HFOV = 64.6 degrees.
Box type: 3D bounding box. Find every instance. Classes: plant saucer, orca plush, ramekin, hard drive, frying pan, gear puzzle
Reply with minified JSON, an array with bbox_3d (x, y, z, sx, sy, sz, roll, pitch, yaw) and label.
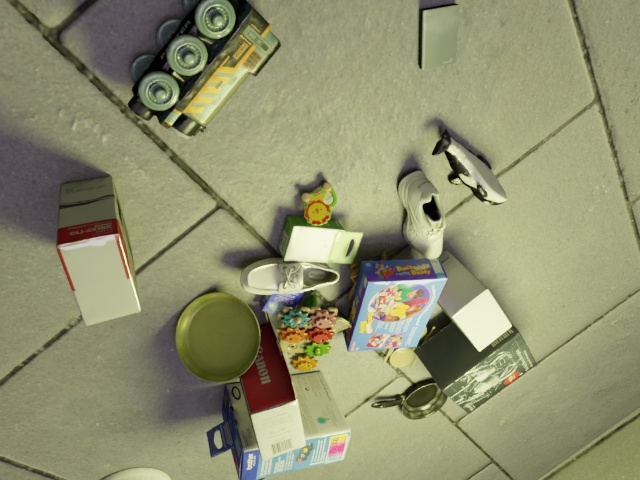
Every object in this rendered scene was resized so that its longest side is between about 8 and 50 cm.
[{"bbox_3d":[-0.275,0.261,1.378,0.241,0.241,0.037,-38,170,5],"label":"plant saucer"},{"bbox_3d":[0.394,-0.177,1.407,0.287,0.151,0.102,24,141,-35],"label":"orca plush"},{"bbox_3d":[-0.624,0.897,1.670,0.278,0.135,0.277,-11,125,-15],"label":"ramekin"},{"bbox_3d":[0.281,-0.484,1.206,0.094,0.022,0.135,-15,126,-13],"label":"hard drive"},{"bbox_3d":[0.338,0.628,1.938,0.327,0.053,0.197,-13,125,-12],"label":"frying pan"},{"bbox_3d":[-0.050,0.316,1.541,0.176,0.044,0.338,2,136,-6],"label":"gear puzzle"}]

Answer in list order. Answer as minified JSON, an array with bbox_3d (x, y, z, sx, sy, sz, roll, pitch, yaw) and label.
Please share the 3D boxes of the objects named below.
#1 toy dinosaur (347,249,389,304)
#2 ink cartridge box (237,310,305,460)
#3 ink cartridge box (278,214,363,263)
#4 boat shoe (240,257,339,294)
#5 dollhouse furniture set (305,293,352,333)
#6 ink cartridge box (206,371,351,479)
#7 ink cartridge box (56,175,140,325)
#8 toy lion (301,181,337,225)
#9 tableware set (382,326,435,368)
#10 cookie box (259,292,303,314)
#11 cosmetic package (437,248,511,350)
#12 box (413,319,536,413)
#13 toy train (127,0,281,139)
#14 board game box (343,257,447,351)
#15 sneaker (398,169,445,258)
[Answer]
[{"bbox_3d":[0.126,0.115,1.509,0.112,0.064,0.211,33,105,-36],"label":"toy dinosaur"},{"bbox_3d":[-0.158,0.390,1.419,0.130,0.309,0.271,-15,125,-13],"label":"ink cartridge box"},{"bbox_3d":[0.000,0.000,1.383,0.209,0.062,0.108,4,119,-25],"label":"ink cartridge box"},{"bbox_3d":[-0.076,0.094,1.369,0.277,0.096,0.098,-4,93,-29],"label":"boat shoe"},{"bbox_3d":[0.020,0.222,1.529,0.152,0.058,0.076,31,136,-30],"label":"dollhouse furniture set"},{"bbox_3d":[-0.144,0.567,1.564,0.396,0.270,0.151,-1,118,-22],"label":"ink cartridge box"},{"bbox_3d":[-0.468,0.011,1.071,0.114,0.273,0.196,-14,126,-18],"label":"ink cartridge box"},{"bbox_3d":[-0.001,-0.090,1.315,0.100,0.034,0.096,-27,96,-4],"label":"toy lion"},{"bbox_3d":[0.297,0.353,1.749,0.128,0.039,0.194,15,112,-21],"label":"tableware set"},{"bbox_3d":[-0.109,0.161,1.457,0.092,0.040,0.107,21,112,-30],"label":"cookie box"},{"bbox_3d":[0.446,0.185,1.583,0.138,0.224,0.224,-39,128,5],"label":"cosmetic package"},{"bbox_3d":[0.546,0.409,1.764,0.313,0.179,0.343,-39,138,6],"label":"box"},{"bbox_3d":[-0.234,-0.355,1.017,0.334,0.142,0.190,-47,136,12],"label":"toy train"},{"bbox_3d":[0.213,0.202,1.524,0.234,0.078,0.347,-1,136,-12],"label":"board game box"},{"bbox_3d":[0.298,-0.050,1.431,0.111,0.129,0.297,-28,129,-5],"label":"sneaker"}]
